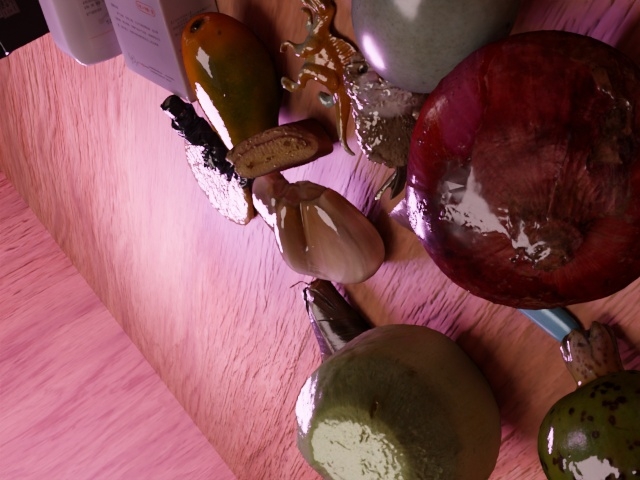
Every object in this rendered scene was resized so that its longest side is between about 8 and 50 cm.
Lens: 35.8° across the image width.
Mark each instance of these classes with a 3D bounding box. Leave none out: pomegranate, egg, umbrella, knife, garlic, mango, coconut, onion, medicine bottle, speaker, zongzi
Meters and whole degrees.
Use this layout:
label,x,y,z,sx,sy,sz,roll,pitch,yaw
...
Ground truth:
label,x,y,z,sx,sy,sz,roll,pitch,yaw
pomegranate,0.350,0.214,1.169,0.202,0.202,0.247,113,147,-62
egg,0.117,-0.247,1.015,0.169,0.169,0.236,49,154,15
umbrella,-0.200,-0.169,1.742,0.080,0.071,0.224,22,162,48
knife,0.257,0.068,1.323,0.222,0.031,0.064,37,146,30
garlic,0.000,0.000,1.576,0.217,0.110,0.228,17,155,35
mango,-0.133,-0.233,1.554,0.146,0.129,0.289,31,151,27
coconut,0.125,0.281,1.539,0.328,0.329,0.281,24,112,50
onion,0.213,-0.062,0.951,0.276,0.276,0.276,43,153,28
medicine bottle,-0.407,-0.477,1.700,0.124,0.179,0.324,37,150,36
speaker,-0.619,-0.488,1.999,0.232,0.254,0.184,10,131,59
zongzi,0.055,0.147,1.758,0.184,0.084,0.187,-1,116,46

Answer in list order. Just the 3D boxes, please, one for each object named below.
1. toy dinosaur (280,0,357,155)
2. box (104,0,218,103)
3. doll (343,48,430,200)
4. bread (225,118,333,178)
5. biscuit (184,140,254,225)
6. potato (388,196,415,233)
label,x,y,z,sx,sy,sz,roll,pitch,yaw
toy dinosaur,0.022,-0.235,1.377,0.212,0.057,0.142,47,138,-7
box,-0.268,-0.398,1.627,0.200,0.106,0.299,31,147,40
doll,0.095,-0.153,1.255,0.115,0.105,0.221,-93,-12,-55
bread,-0.044,-0.146,1.518,0.119,0.192,0.067,-17,93,31
biscuit,-0.200,-0.121,1.941,0.220,0.033,0.219,44,154,28
potato,0.176,-0.029,1.274,0.138,0.098,0.243,51,157,7
